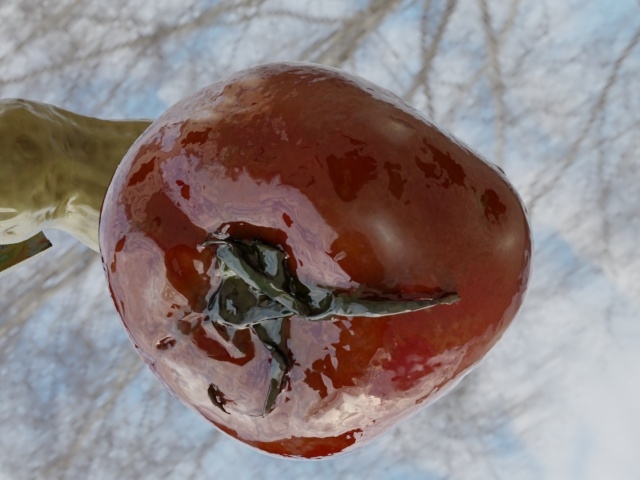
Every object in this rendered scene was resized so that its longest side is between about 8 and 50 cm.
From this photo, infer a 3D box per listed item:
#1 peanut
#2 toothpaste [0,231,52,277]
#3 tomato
[{"bbox_3d":[-0.157,-0.039,1.055,0.229,0.103,0.098,5,-92,-39],"label":"peanut"},{"bbox_3d":[-0.298,0.029,1.277,0.178,0.037,0.043,-28,-92,-31],"label":"toothpaste"},{"bbox_3d":[0.000,0.000,0.719,0.187,0.187,0.151,52,-144,-2],"label":"tomato"}]
